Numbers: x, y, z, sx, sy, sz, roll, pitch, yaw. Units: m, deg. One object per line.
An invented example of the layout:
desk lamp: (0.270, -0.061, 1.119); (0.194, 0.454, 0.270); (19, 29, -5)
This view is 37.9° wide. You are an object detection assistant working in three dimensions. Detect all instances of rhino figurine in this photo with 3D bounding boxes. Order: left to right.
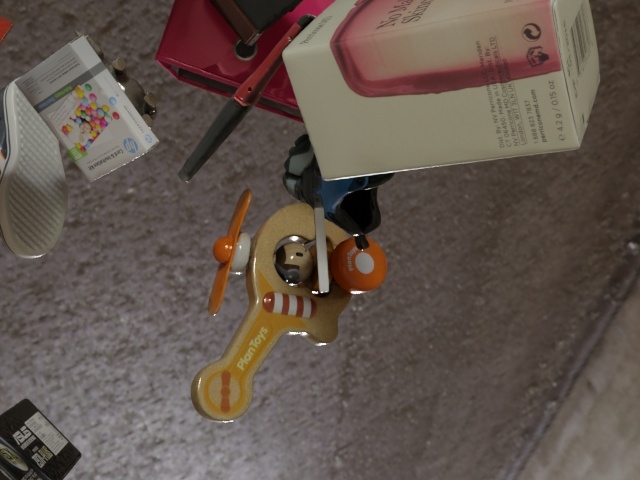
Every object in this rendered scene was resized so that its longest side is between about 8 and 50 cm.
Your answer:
rhino figurine: (-0.408, -0.316, 1.839); (0.073, 0.243, 0.106); (-42, -174, -15)

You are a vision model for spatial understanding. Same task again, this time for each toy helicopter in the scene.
toy helicopter: (-0.082, 0.090, 1.314); (0.140, 0.235, 0.355); (-25, -151, 58)

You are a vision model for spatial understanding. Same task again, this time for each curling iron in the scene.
curling iron: (-0.084, -0.173, 1.155); (0.274, 0.068, 0.035); (-42, 151, 13)

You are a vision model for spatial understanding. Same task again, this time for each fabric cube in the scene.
fabric cube: (-0.087, -0.350, 1.479); (0.259, 0.254, 0.258); (-111, -139, -87)

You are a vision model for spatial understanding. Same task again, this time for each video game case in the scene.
video game case: (0.000, 0.000, 0.991); (0.011, 0.087, 0.122); (-4, -171, -1)

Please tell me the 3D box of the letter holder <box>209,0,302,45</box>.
letter holder: (-0.127, -0.416, 1.189); (0.152, 0.302, 0.214); (-40, -169, -4)

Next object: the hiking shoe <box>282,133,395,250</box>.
hiking shoe: (0.044, -0.128, 1.038); (0.113, 0.132, 0.304); (-35, 154, -26)

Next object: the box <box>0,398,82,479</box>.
box: (-0.290, 0.220, 0.770); (0.147, 0.077, 0.180); (-44, -177, -3)

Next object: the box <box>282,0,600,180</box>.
box: (0.109, -0.151, 0.807); (0.232, 0.149, 0.127); (-5, 119, 26)

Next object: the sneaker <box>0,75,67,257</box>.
sneaker: (-0.518, -0.114, 1.604); (0.127, 0.321, 0.126); (-19, 157, 38)

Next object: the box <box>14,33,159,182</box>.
box: (-0.344, -0.190, 1.373); (0.145, 0.186, 0.038); (-20, -157, 37)

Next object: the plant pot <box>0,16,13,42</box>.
plant pot: (-0.593, -0.196, 1.192); (0.235, 0.267, 0.267); (33, 125, -21)
